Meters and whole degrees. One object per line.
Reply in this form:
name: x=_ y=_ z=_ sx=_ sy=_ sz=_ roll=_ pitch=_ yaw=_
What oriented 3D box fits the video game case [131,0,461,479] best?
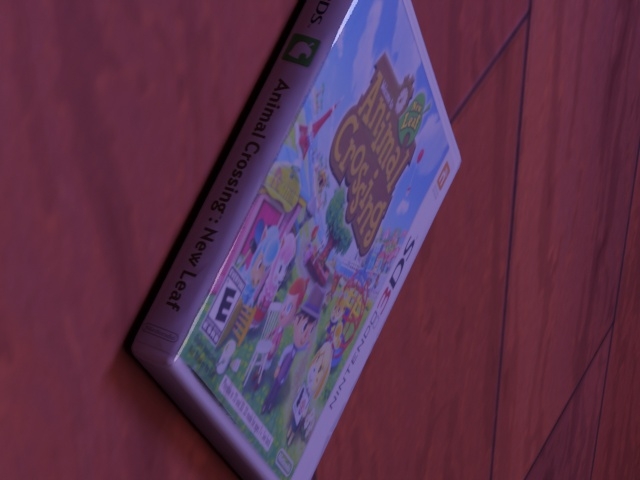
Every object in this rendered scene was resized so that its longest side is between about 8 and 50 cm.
video game case: x=0.000 y=0.000 z=0.797 sx=0.193 sy=0.023 sz=0.212 roll=-64 pitch=159 yaw=-16
